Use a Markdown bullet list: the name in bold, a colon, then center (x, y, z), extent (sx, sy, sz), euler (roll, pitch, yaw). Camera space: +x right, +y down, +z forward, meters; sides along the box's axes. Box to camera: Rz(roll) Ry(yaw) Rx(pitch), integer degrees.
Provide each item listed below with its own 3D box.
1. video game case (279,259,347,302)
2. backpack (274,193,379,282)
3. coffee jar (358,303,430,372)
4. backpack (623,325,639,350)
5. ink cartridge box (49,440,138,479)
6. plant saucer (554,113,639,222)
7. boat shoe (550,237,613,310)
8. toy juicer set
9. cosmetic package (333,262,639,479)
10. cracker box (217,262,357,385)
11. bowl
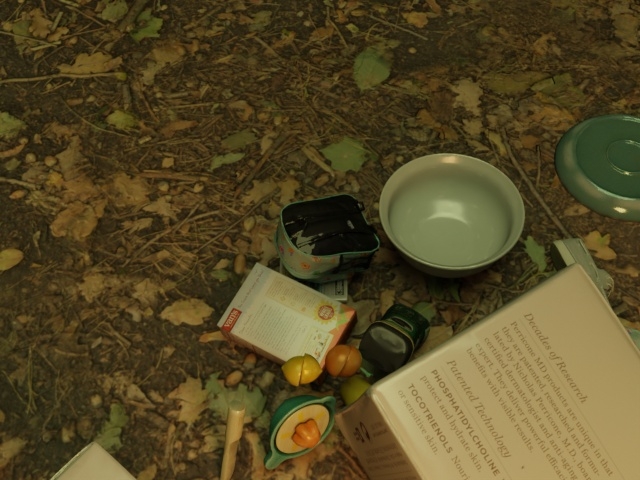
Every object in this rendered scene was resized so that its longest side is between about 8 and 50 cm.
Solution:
- **video game case**: center (-0.015, 0.062, 1.675), extent (0.143, 0.019, 0.157), euler (0, 56, 2)
- **backpack**: center (0.000, 0.000, 1.609), extent (0.188, 0.144, 0.165), euler (-4, 54, -30)
- **coffee jar**: center (0.140, 0.183, 1.491), extent (0.096, 0.079, 0.184), euler (30, 17, 14)
- **backpack**: center (0.525, 0.218, 1.495), extent (0.182, 0.115, 0.152), euler (17, 55, 10)
- **ink cartridge box**: center (-0.284, 0.469, 1.224), extent (0.226, 0.306, 0.131), euler (34, 63, 22)
- **plant saucer**: center (0.699, -0.180, 1.810), extent (0.318, 0.043, 0.317), euler (-1, 56, 1)
- **boat shoe**: center (0.550, 0.081, 1.609), extent (0.081, 0.079, 0.227), euler (-17, 53, -5)
- **toy juicer set**: center (-0.041, 0.304, 1.390), extent (0.329, 0.209, 0.089), euler (-28, 44, -17)
- **cosmetic package**: center (0.287, 0.301, 1.269), extent (0.394, 0.329, 0.327), euler (-28, 77, -17)
- **cracker box**: center (-0.064, 0.163, 1.566), extent (0.232, 0.067, 0.155), euler (25, 69, 17)
- **bowl**: center (0.268, -0.029, 1.660), extent (0.298, 0.134, 0.297), euler (-1, 55, 1)
